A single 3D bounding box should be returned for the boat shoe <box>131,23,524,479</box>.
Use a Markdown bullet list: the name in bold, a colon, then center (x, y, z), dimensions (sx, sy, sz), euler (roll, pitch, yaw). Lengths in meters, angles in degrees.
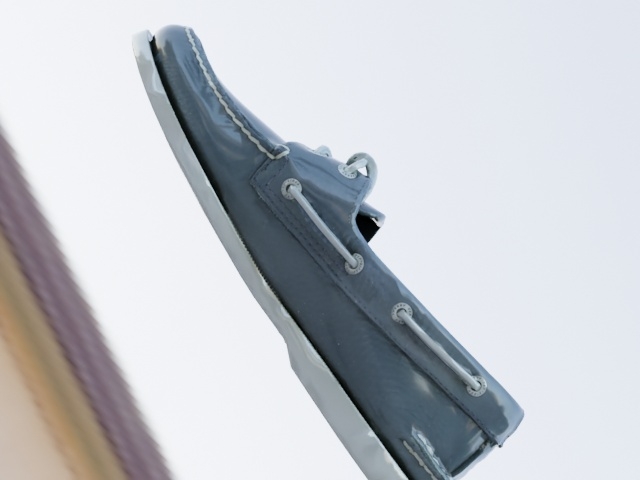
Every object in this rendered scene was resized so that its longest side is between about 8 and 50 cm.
- **boat shoe**: center (0.000, 0.000, 1.066), dimensions (0.319, 0.099, 0.116), euler (59, 0, 14)
